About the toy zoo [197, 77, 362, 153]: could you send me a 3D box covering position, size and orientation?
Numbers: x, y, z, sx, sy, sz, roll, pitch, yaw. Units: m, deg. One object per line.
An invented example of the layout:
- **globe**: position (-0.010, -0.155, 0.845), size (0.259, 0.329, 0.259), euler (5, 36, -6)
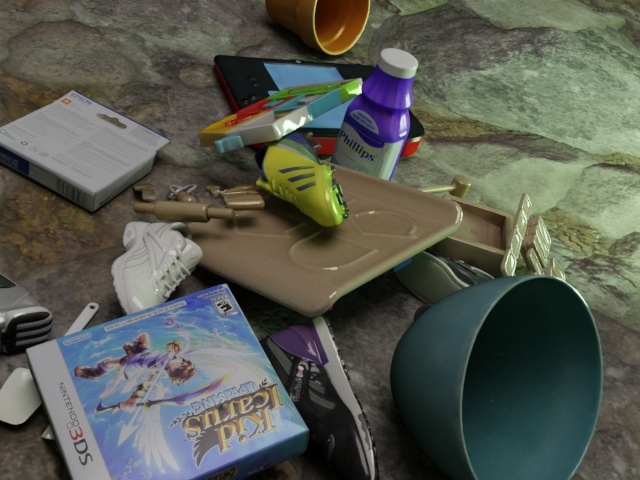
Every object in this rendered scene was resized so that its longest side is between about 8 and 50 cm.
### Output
- **toy zoo**: position (-0.082, -0.219, 1.501), size (0.192, 0.030, 0.293), euler (2, 27, 43)

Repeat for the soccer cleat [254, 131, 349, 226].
- **soccer cleat**: position (-0.036, -0.087, 1.339), size (0.121, 0.093, 0.289), euler (-20, 30, -4)

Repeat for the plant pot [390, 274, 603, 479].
- **plant pot**: position (0.207, 0.183, 1.128), size (0.290, 0.290, 0.195), euler (-18, 13, -37)

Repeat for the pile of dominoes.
- **pile of dominoes**: position (0.344, 0.056, 1.421), size (0.040, 0.196, 0.251), euler (-15, 25, 31)

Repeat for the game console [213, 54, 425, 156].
- **game console**: position (-0.004, -0.288, 1.765), size (0.386, 0.060, 0.342), euler (0, 41, -23)

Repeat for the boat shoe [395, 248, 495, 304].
- **boat shoe**: position (0.219, 0.069, 1.397), size (0.233, 0.084, 0.079), euler (29, 34, 6)

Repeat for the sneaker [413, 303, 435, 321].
- **sneaker**: position (0.246, 0.151, 1.327), size (0.209, 0.069, 0.082), euler (18, 9, 12)

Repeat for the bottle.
- **bottle**: position (0.097, -0.199, 1.511), size (0.118, 0.283, 0.092), euler (39, 43, 23)

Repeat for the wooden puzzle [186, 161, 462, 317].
- **wooden puzzle**: position (0.000, 0.000, 1.342), size (0.322, 0.081, 0.347), euler (21, 38, 38)

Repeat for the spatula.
- **spatula**: position (-0.296, 0.171, 1.114), size (0.168, 0.019, 0.242), euler (20, 38, 4)

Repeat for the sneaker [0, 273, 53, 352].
- **sneaker**: position (-0.475, 0.095, 1.098), size (0.228, 0.086, 0.132), euler (-3, 37, -40)

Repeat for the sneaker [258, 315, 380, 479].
- **sneaker**: position (-0.012, 0.232, 1.110), size (0.124, 0.107, 0.283), euler (-15, 45, -9)

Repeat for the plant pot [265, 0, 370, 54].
- **plant pot**: position (-0.019, -0.555, 1.993), size (0.188, 0.205, 0.205), euler (25, 36, 34)

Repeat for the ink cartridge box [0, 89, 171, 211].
- **ink cartridge box**: position (-0.406, -0.158, 1.455), size (0.223, 0.045, 0.224), euler (28, 38, 12)

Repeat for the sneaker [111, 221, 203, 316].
- **sneaker**: position (-0.226, 0.037, 1.212), size (0.115, 0.090, 0.232), euler (-13, 38, 4)

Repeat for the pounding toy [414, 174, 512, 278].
- **pounding toy**: position (0.235, -0.024, 1.502), size (0.181, 0.094, 0.206), euler (18, 37, -1)

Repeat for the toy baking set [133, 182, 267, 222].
- **toy baking set**: position (-0.202, -0.062, 1.363), size (0.256, 0.030, 0.197), euler (3, 14, 12)

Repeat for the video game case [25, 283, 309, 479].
- **video game case**: position (-0.187, 0.194, 1.035), size (0.269, 0.061, 0.244), euler (-19, 55, -23)
